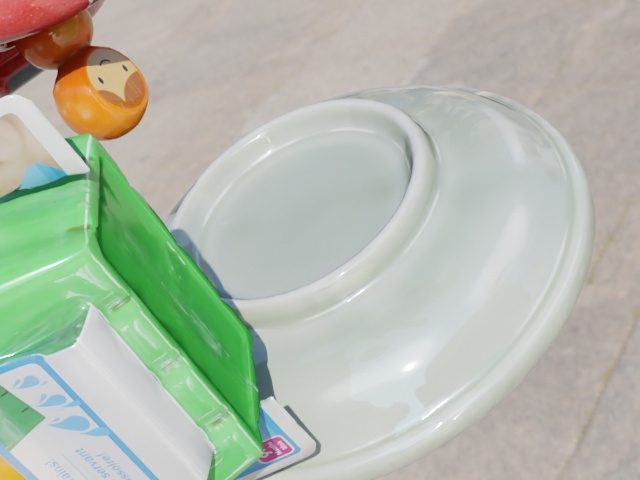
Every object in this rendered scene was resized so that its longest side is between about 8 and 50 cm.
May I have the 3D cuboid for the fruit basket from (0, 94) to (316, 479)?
[{"bbox_3d":[-0.223,0.111,0.777,0.353,0.327,0.165,-29,37,7],"label":"fruit basket"}]

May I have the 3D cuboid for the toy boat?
[{"bbox_3d":[-0.165,-0.129,0.844,0.151,0.151,0.231,-40,3,-21],"label":"toy boat"}]

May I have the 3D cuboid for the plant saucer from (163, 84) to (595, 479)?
[{"bbox_3d":[0.000,0.000,1.012,0.400,0.100,0.400,-18,41,17],"label":"plant saucer"}]
